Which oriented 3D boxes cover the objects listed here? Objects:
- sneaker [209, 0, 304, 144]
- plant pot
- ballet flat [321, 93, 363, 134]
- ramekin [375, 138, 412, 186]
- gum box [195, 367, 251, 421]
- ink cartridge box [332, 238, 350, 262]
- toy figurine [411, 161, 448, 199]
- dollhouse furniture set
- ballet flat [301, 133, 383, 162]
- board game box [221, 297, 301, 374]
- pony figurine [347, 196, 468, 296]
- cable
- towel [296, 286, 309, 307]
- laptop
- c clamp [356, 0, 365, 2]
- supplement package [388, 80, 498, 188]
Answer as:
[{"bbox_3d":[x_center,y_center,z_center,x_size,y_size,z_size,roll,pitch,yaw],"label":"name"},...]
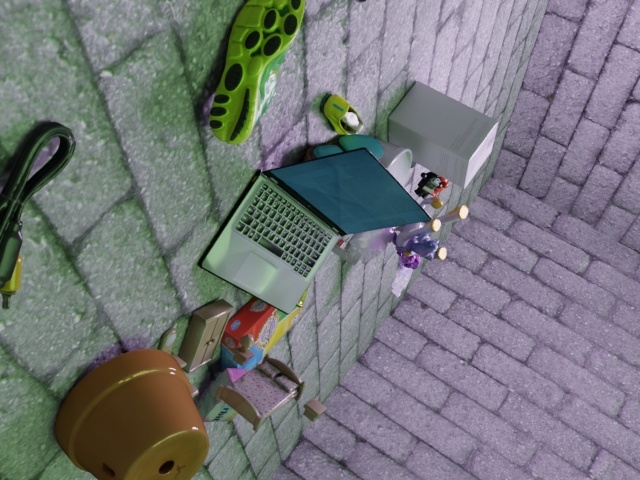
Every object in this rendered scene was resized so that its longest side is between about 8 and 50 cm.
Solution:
[{"bbox_3d":[-0.121,-0.318,1.244,0.123,0.109,0.296,-86,-158,-79],"label":"sneaker"},{"bbox_3d":[-0.365,0.399,1.416,0.290,0.203,0.291,-28,138,-29],"label":"plant pot"},{"bbox_3d":[0.069,-0.307,1.748,0.077,0.077,0.231,-60,162,3],"label":"ballet flat"},{"bbox_3d":[0.158,-0.185,2.091,0.273,0.127,0.273,-49,159,-26],"label":"ramekin"},{"bbox_3d":[-0.265,0.447,1.963,0.107,0.062,0.188,13,127,-43],"label":"gum box"},{"bbox_3d":[0.053,0.017,2.154,0.029,0.115,0.063,-50,160,-23],"label":"ink cartridge box"},{"bbox_3d":[0.352,-0.257,2.347,0.148,0.209,0.213,-53,164,21],"label":"toy figurine"},{"bbox_3d":[-0.177,0.321,1.652,0.303,0.355,0.174,-24,141,-57],"label":"dollhouse furniture set"},{"bbox_3d":[0.045,-0.202,1.830,0.124,0.116,0.342,-46,170,33],"label":"ballet flat"},{"bbox_3d":[-0.166,0.241,2.019,0.316,0.064,0.242,-45,157,-36],"label":"board game box"},{"bbox_3d":[0.312,-0.006,2.471,0.363,0.303,0.351,-4,-130,55],"label":"pony figurine"},{"bbox_3d":[-0.441,-0.038,0.940,0.139,0.072,0.287,19,90,-54],"label":"cable"},{"bbox_3d":[-0.100,0.113,1.919,0.237,0.021,0.102,33,75,-53],"label":"towel"},{"bbox_3d":[0.000,0.000,1.633,0.408,0.236,0.382,-57,141,-3],"label":"laptop"},{"bbox_3d":[0.099,-0.589,1.483,0.137,0.022,0.161,-44,156,-50],"label":"c clamp"},{"bbox_3d":[0.379,-0.333,2.163,0.175,0.292,0.177,-52,161,-17],"label":"supplement package"}]
